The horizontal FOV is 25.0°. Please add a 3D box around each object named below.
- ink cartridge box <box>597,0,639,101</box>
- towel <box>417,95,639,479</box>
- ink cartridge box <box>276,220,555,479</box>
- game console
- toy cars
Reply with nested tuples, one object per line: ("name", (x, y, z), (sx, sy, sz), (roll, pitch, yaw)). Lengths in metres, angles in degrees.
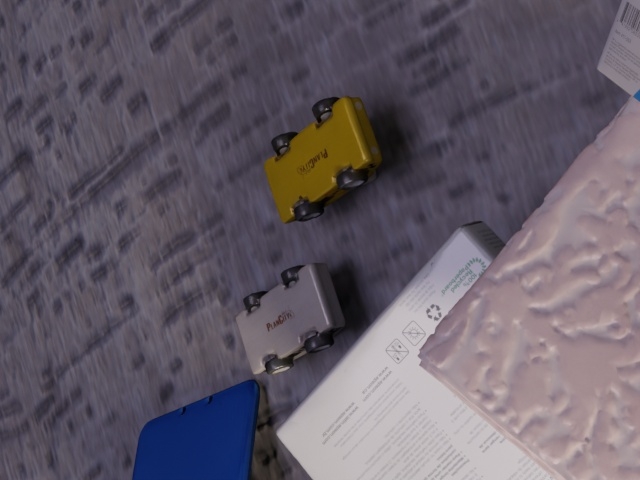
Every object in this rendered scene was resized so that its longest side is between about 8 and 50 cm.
("ink cartridge box", (0.334, -0.204, 1.247), (0.139, 0.082, 0.191), (53, 132, 51))
("towel", (0.293, 0.068, 1.260), (0.332, 0.053, 0.317), (-50, 56, -1))
("ink cartridge box", (0.159, 0.207, 1.434), (0.330, 0.071, 0.324), (48, 117, 15))
("game console", (-0.130, 0.358, 1.922), (0.250, 0.173, 0.293), (50, 139, -12))
("toy cars", (0.000, 0.000, 1.681), (0.176, 0.087, 0.394), (39, 127, 43))
